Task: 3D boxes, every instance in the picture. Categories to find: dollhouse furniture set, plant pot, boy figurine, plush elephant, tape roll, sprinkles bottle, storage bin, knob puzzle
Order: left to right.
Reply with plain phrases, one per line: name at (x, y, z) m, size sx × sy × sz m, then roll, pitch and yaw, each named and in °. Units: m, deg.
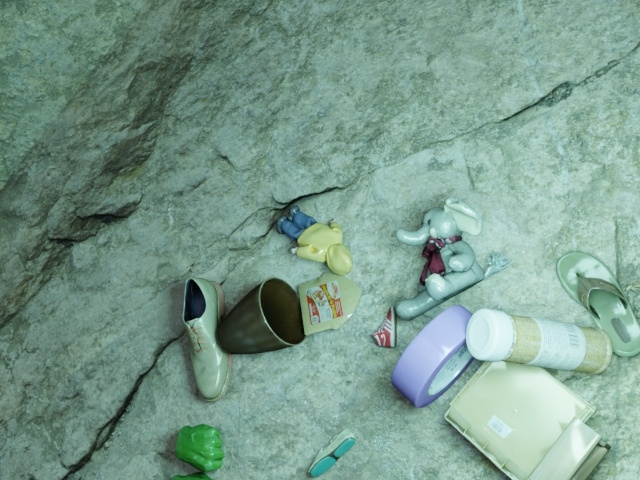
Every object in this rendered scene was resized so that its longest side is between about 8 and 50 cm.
plant pot at (-0.193, 0.253, 1.966) m, size 0.230 × 0.215 × 0.215 m, roll -28°, pitch 64°, yaw 29°
boy figurine at (0.000, 0.000, 2.008) m, size 0.285 × 0.092 × 0.177 m, roll 35°, pitch 62°, yaw 25°
knob puzzle at (0.036, 0.185, 1.964) m, size 0.213 × 0.030 × 0.213 m, roll -11°, pitch 59°, yaw 18°
tape roll at (0.308, 0.298, 1.674) m, size 0.090 × 0.275 × 0.274 m, roll 41°, pitch 92°, yaw 29°
plush elephant at (0.326, 0.022, 1.770) m, size 0.330 × 0.272 × 0.255 m, roll -25°, pitch 77°, yaw -16°
storage bin at (0.496, 0.432, 1.638) m, size 0.262 × 0.123 × 0.260 m, roll 40°, pitch 93°, yaw 28°
sprinkles bottle at (0.527, 0.246, 1.564) m, size 0.121 × 0.356 × 0.121 m, roll -169°, pitch 90°, yaw -68°
dollhouse furniture set at (0.687, 0.583, 1.404) m, size 0.394 × 0.256 × 0.362 m, roll 38°, pitch 92°, yaw 35°

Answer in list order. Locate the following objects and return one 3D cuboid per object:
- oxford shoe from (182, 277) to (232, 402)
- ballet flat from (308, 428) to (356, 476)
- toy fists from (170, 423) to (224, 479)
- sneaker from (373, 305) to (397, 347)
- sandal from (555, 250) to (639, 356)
oxford shoe at (-0.376, 0.306, 2.043) m, size 0.141 × 0.146 × 0.396 m, roll -19°, pitch 67°, yaw 17°
ballet flat at (0.031, 0.596, 1.836) m, size 0.168 × 0.057 × 0.052 m, roll -40°, pitch 35°, yaw 3°
toy fists at (-0.363, 0.693, 1.947) m, size 0.142 × 0.096 × 0.279 m, roll 2°, pitch 76°, yaw 34°
sneaker at (0.185, 0.248, 1.876) m, size 0.067 × 0.042 × 0.118 m, roll -3°, pitch 75°, yaw 19°
sandal at (0.716, 0.150, 1.650) m, size 0.120 × 0.086 × 0.302 m, roll -34°, pitch 63°, yaw 10°
